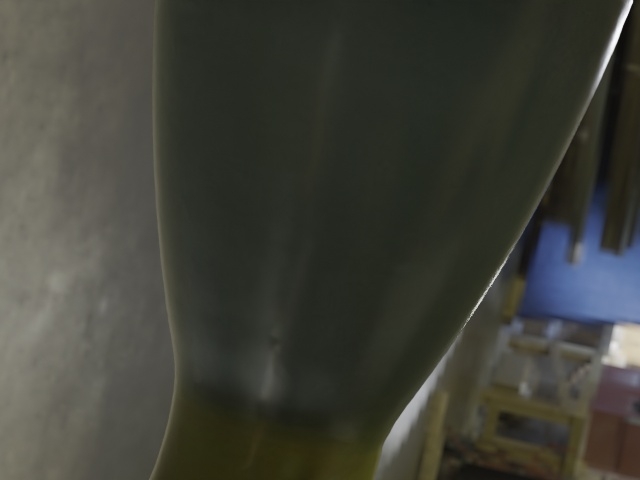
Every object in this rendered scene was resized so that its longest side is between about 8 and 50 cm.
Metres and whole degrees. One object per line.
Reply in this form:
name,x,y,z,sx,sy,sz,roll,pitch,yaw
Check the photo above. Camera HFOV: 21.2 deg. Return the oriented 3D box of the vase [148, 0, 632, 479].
vase,0.000,0.000,0.608,0.173,0.173,0.321,-3,108,-75
